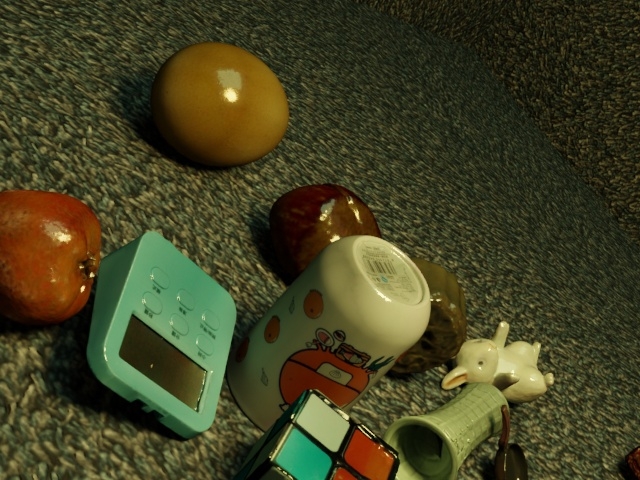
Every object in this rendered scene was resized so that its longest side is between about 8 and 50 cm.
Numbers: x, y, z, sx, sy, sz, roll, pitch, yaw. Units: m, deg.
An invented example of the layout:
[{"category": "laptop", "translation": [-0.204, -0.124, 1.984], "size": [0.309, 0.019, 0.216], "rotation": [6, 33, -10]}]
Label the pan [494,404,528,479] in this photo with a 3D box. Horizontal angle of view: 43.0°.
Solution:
[{"category": "pan", "translation": [0.345, 0.396, 1.513], "size": [0.115, 0.040, 0.212], "rotation": [-46, 127, -52]}]

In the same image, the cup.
[{"category": "cup", "translation": [0.019, 0.148, 1.300], "size": [0.212, 0.317, 0.212], "rotation": [28, 32, -19]}]

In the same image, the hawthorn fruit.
[{"category": "hawthorn fruit", "translation": [-0.425, 0.014, 1.147], "size": [0.226, 0.196, 0.196], "rotation": [16, 31, 4]}]

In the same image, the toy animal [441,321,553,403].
[{"category": "toy animal", "translation": [0.354, 0.256, 1.708], "size": [0.282, 0.138, 0.140], "rotation": [23, 39, -24]}]

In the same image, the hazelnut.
[{"category": "hazelnut", "translation": [0.000, 0.000, 1.622], "size": [0.234, 0.218, 0.218], "rotation": [50, 26, -22]}]

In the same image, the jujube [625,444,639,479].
[{"category": "jujube", "translation": [0.774, 0.547, 1.780], "size": [0.168, 0.168, 0.236], "rotation": [2, 41, -47]}]

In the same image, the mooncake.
[{"category": "mooncake", "translation": [0.168, 0.151, 1.553], "size": [0.228, 0.228, 0.124], "rotation": [30, 30, -18]}]

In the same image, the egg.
[{"category": "egg", "translation": [-0.200, -0.275, 1.683], "size": [0.322, 0.250, 0.250], "rotation": [16, 37, -53]}]

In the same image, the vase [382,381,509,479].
[{"category": "vase", "translation": [0.243, 0.347, 1.474], "size": [0.143, 0.143, 0.299], "rotation": [51, 30, 18]}]

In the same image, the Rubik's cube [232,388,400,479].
[{"category": "Rubik's cube", "translation": [-0.016, 0.349, 1.145], "size": [0.180, 0.167, 0.183], "rotation": [37, 29, -3]}]

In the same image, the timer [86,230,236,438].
[{"category": "timer", "translation": [-0.226, 0.140, 1.201], "size": [0.232, 0.091, 0.250], "rotation": [46, 26, -37]}]
